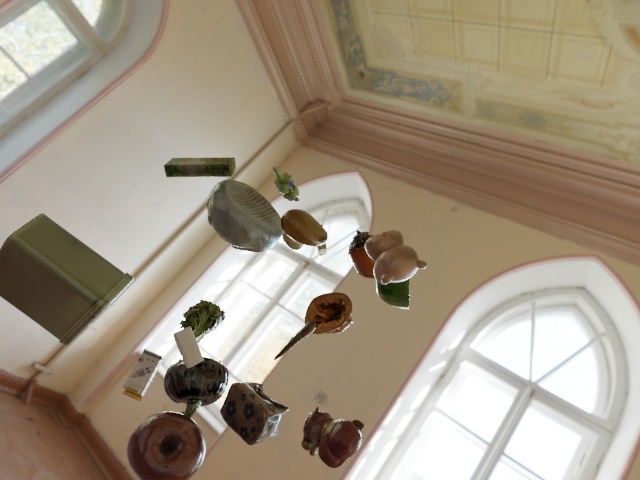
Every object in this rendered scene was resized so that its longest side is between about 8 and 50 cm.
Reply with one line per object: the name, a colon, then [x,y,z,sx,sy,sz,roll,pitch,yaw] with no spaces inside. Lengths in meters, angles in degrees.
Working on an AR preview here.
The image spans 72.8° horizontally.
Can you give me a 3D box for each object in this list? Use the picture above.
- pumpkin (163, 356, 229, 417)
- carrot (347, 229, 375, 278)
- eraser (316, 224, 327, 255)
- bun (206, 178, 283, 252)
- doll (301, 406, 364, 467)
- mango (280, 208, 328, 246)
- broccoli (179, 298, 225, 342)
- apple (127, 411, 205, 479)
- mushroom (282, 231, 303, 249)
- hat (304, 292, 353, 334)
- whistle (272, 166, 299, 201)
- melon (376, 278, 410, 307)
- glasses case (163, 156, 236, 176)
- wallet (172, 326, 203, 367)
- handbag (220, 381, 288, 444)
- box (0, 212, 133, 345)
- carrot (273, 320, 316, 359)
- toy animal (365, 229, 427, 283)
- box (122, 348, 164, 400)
pumpkin: [-0.564,0.671,1.983,0.296,0.295,0.295,35,-19,14]
carrot: [0.261,0.071,2.541,0.193,0.215,0.331,-84,157,-59]
eraser: [0.000,0.000,2.042,0.097,0.045,0.122,94,-14,-66]
bun: [-0.333,-0.095,1.848,0.362,0.211,0.361,34,27,-20]
doll: [0.045,0.768,1.689,0.256,0.196,0.152,-5,-42,50]
mango: [-0.056,-0.044,1.699,0.099,0.136,0.228,-31,-43,34]
broccoli: [-0.635,0.413,2.245,0.180,0.242,0.273,47,25,8]
apple: [-0.620,0.846,1.751,0.306,0.305,0.235,37,-36,9]
mushroom: [-0.145,-0.020,2.440,0.154,0.122,0.154,50,6,-7]
hat: [0.072,0.410,2.186,0.234,0.244,0.233,17,-24,33]
whistle: [-0.166,-0.265,2.053,0.105,0.085,0.227,39,-12,42]
melon: [0.354,0.235,2.132,0.170,0.129,0.264,-1,-68,13]
glasses case: [-0.493,-0.300,1.787,0.273,0.095,0.062,1,-61,6]
wallet: [-0.426,0.345,1.400,0.025,0.061,0.122,-6,-75,67]
handbag: [-0.279,0.738,1.873,0.252,0.190,0.193,26,6,36]
box: [-0.866,0.136,1.426,0.344,0.177,0.352,43,-54,-17]
carrot: [-0.117,0.458,1.973,0.049,0.254,0.049,48,-2,2]
toy animal: [0.307,0.065,1.848,0.229,0.210,0.221,156,-85,-81]
box: [-0.940,0.707,2.293,0.129,0.247,0.033,12,-27,21]
